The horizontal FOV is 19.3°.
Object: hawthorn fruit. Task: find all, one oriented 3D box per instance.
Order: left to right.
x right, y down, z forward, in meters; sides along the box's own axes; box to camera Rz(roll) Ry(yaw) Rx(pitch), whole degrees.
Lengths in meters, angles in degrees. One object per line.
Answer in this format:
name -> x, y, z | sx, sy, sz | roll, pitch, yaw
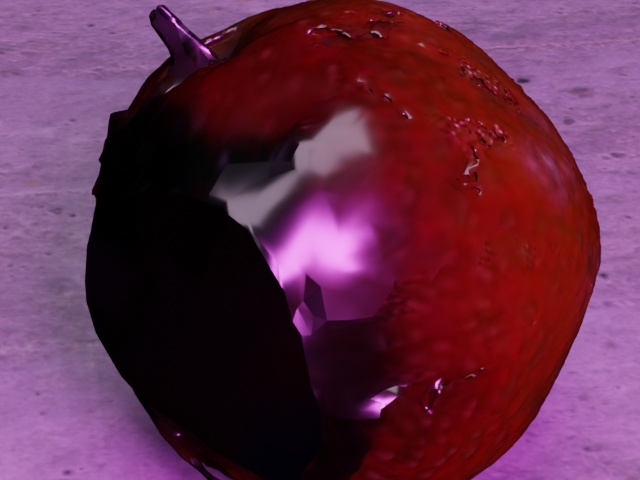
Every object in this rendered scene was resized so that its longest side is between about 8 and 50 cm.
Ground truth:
hawthorn fruit -> 0.008, 0.015, 1.051 | 0.316, 0.316, 0.316 | 1, 31, 0
